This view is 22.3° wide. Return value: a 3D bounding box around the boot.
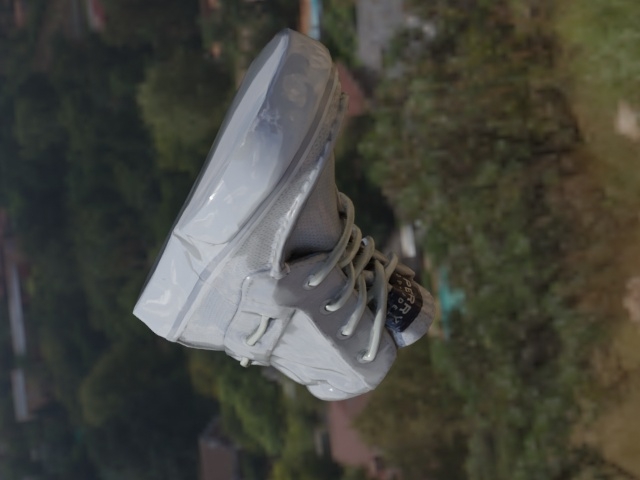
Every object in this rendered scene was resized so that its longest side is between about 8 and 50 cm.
[{"bbox_3d":[0.000,0.000,0.722,0.258,0.123,0.095,129,165,-68],"label":"boot"}]
